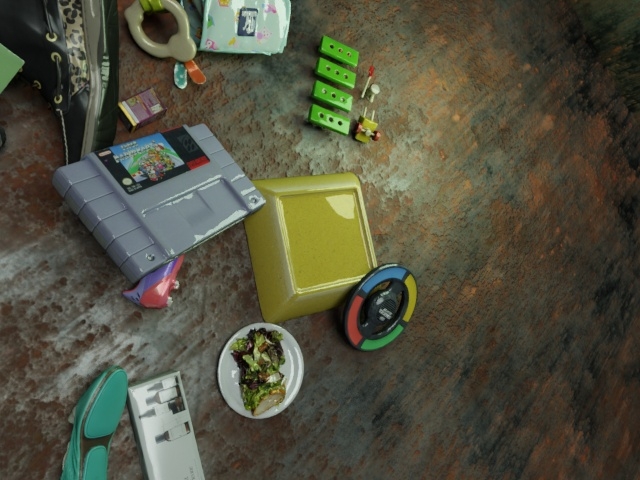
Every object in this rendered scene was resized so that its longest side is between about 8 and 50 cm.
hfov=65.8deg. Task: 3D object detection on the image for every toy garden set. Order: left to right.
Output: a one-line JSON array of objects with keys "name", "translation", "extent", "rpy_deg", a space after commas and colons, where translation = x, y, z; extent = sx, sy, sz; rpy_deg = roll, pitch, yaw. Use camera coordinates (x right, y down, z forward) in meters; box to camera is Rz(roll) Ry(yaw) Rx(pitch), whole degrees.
[{"name": "toy garden set", "translation": [0.068, -0.379, 1.291], "extent": [0.204, 0.049, 0.244], "rpy_deg": [16, 72, -25]}]

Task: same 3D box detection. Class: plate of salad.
[{"name": "plate of salad", "translation": [-0.119, 0.275, 1.052], "extent": [0.200, 0.048, 0.199], "rpy_deg": [6, 78, -29]}]

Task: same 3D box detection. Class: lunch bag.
[{"name": "lunch bag", "translation": [-0.194, -0.551, 1.108], "extent": [0.223, 0.160, 0.262], "rpy_deg": [-13, 99, -35]}]

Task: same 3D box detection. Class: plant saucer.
[{"name": "plant saucer", "translation": [0.000, 0.000, 1.157], "extent": [0.333, 0.081, 0.332], "rpy_deg": [-9, 86, -31]}]

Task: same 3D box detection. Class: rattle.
[{"name": "rattle", "translation": [-0.323, -0.443, 1.082], "extent": [0.130, 0.142, 0.199], "rpy_deg": [-42, 122, 3]}]

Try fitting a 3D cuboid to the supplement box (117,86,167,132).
[{"name": "supplement box", "translation": [-0.367, -0.267, 1.013], "extent": [0.083, 0.043, 0.055], "rpy_deg": [-38, 99, -29]}]

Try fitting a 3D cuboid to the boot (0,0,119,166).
[{"name": "boot", "translation": [-0.515, -0.298, 0.869], "extent": [0.284, 0.138, 0.377], "rpy_deg": [6, 109, -11]}]

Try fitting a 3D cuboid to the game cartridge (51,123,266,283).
[{"name": "game cartridge", "translation": [-0.279, -0.094, 0.933], "extent": [0.230, 0.068, 0.355], "rpy_deg": [54, 38, -3]}]

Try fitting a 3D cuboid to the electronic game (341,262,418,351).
[{"name": "electronic game", "translation": [0.146, 0.161, 1.181], "extent": [0.229, 0.048, 0.229], "rpy_deg": [-16, 119, -31]}]

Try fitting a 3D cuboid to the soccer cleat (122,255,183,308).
[{"name": "soccer cleat", "translation": [-0.304, 0.014, 0.980], "extent": [0.095, 0.083, 0.248], "rpy_deg": [19, 70, -11]}]

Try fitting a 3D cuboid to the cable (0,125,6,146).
[{"name": "cable", "translation": [-0.672, -0.236, 0.800], "extent": [0.139, 0.072, 0.287], "rpy_deg": [-37, 113, 6]}]

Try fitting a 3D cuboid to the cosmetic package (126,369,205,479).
[{"name": "cosmetic package", "translation": [-0.290, 0.374, 0.925], "extent": [0.099, 0.060, 0.238], "rpy_deg": [-13, 87, -31]}]

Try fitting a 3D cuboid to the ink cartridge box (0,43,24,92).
[{"name": "ink cartridge box", "translation": [-0.610, -0.240, 0.764], "extent": [0.235, 0.056, 0.171], "rpy_deg": [-43, 123, 13]}]

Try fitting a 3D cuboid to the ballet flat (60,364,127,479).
[{"name": "ballet flat", "translation": [-0.402, 0.336, 0.850], "extent": [0.083, 0.087, 0.247], "rpy_deg": [29, 66, -63]}]
